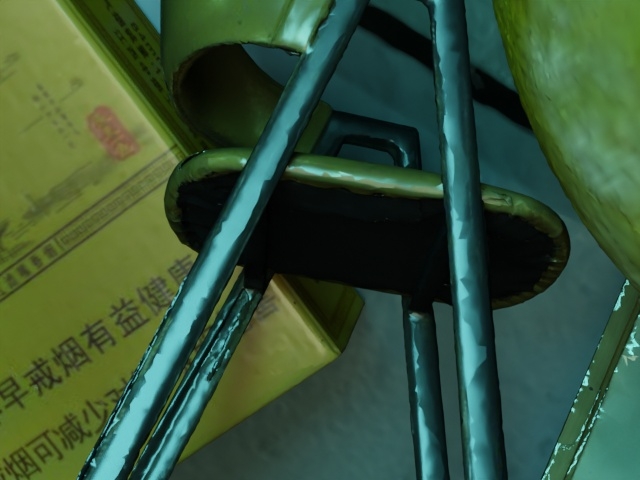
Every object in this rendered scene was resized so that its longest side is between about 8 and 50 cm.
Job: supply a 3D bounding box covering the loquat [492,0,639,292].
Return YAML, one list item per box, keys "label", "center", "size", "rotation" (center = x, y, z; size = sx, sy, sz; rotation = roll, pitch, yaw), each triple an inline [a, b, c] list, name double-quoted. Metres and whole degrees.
- label: "loquat"
  center: [0.210, -0.101, 0.560]
  size: [0.328, 0.359, 0.328]
  rotation: [0, 90, 10]

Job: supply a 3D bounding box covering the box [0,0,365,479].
- label: "box"
  center: [-0.132, -0.023, 0.787]
  size: [0.174, 0.076, 0.274]
  rotation: [-35, 99, 17]

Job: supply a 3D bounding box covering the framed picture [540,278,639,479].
- label: "framed picture"
  center: [0.170, 0.079, 0.752]
  size: [0.136, 0.010, 0.201]
  rotation: [23, 85, 5]

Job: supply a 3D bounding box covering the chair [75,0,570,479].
- label: "chair"
  center: [0.000, 0.000, 0.659]
  size: [0.172, 0.159, 0.247]
  rotation: [13, 75, 1]
